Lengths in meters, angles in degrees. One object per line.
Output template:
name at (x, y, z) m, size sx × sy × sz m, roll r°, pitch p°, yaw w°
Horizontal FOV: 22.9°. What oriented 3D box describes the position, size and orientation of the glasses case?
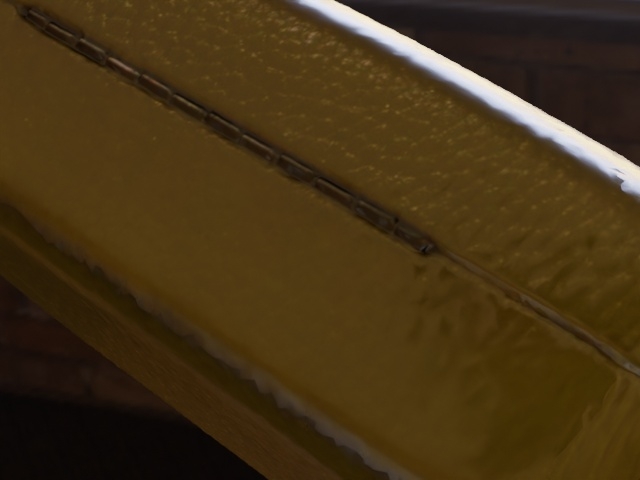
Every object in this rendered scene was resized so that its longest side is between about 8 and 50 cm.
glasses case at (0.000, 0.000, 0.523) m, size 0.371 × 0.173 × 0.141 m, roll 32°, pitch 75°, yaw 34°
